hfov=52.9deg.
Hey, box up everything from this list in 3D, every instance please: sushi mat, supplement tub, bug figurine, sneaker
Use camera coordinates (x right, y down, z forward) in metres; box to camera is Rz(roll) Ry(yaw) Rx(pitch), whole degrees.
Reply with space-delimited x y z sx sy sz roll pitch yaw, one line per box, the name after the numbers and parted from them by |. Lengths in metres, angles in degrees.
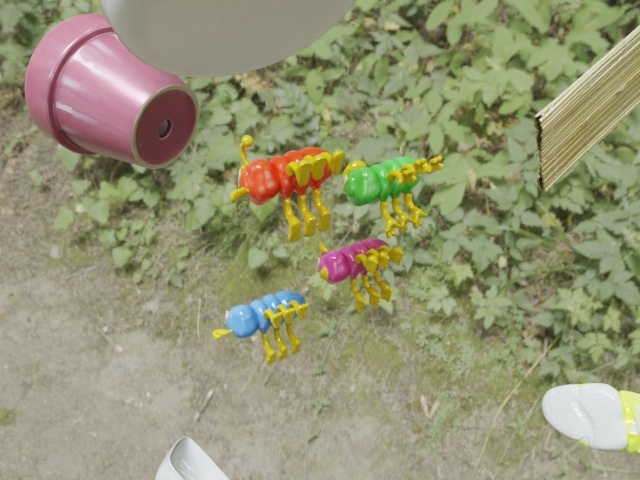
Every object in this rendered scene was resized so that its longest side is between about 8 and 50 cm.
0.391 -0.204 0.840 0.316 0.151 0.019 -41 55 -9 | sushi mat
-0.107 -0.332 0.559 0.228 0.228 0.316 -16 78 -15 | supplement tub
0.000 0.000 0.633 0.216 0.279 0.072 -15 50 -27 | bug figurine
0.447 0.256 0.918 0.240 0.126 0.091 6 84 28 | sneaker

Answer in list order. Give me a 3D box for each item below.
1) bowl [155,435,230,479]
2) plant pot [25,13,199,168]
-0.179 0.361 0.925 0.053 0.142 0.142 -44 89 -1 | bowl
-0.282 -0.198 0.923 0.180 0.201 0.201 30 55 23 | plant pot
